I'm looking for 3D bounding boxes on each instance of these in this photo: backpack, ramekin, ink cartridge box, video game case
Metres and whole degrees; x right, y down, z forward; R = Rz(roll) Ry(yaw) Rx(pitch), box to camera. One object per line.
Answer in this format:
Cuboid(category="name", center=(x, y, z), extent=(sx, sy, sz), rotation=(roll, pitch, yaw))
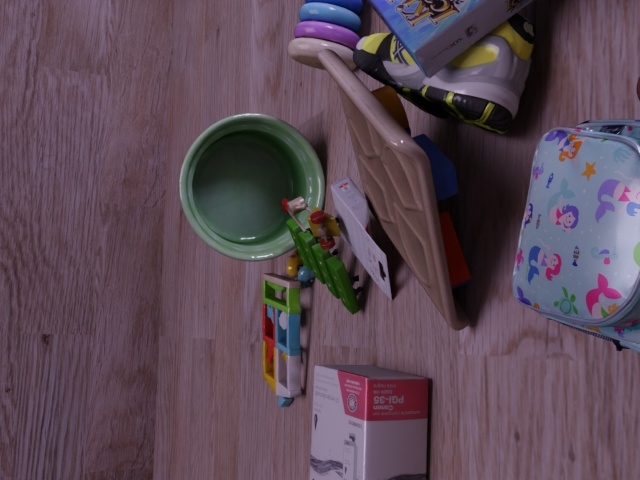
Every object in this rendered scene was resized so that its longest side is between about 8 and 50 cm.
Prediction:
Cuboid(category="backpack", center=(0.311, -0.002, 0.688), extent=(0.253, 0.191, 0.225), rotation=(22, 106, 59))
Cuboid(category="ramekin", center=(-0.155, -0.111, 1.602), extent=(0.148, 0.303, 0.304), rotation=(-169, 84, -74))
Cuboid(category="ink cartridge box", center=(0.074, 0.353, 1.220), extent=(0.207, 0.117, 0.283), rotation=(173, 101, -65))
Cuboid(category="ink cartridge box", center=(0.085, -0.004, 1.290), extent=(0.179, 0.045, 0.145), rotation=(52, 166, 34))
Cuboid(category="video game case", center=(0.171, -0.379, 0.987), extent=(0.244, 0.061, 0.270), rotation=(-36, 53, 11))

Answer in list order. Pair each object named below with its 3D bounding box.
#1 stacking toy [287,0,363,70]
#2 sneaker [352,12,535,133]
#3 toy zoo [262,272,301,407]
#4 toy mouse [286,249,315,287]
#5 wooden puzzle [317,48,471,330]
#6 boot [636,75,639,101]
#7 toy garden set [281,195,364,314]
Cuboid(category="stacking toy", center=(0.036, -0.503, 1.453), extent=(0.141, 0.141, 0.331), rotation=(17, 95, 65))
Cuboid(category="sneaker", center=(0.181, -0.266, 1.102), extent=(0.147, 0.145, 0.384), rotation=(-62, 33, 7))
Cuboid(category="toy zoo", center=(-0.088, 0.227, 1.673), extent=(0.192, 0.030, 0.294), rotation=(-170, 79, -68))
Cuboid(category="toy mouse", center=(-0.038, 0.043, 1.622), extent=(0.143, 0.031, 0.161), rotation=(-177, 92, -66))
Cuboid(category="wooden puzzle", center=(0.123, -0.085, 1.086), extent=(0.322, 0.080, 0.348), rotation=(-118, 4, -51))
Cuboid(category="boot", center=(0.277, -0.270, 0.672), extent=(0.280, 0.096, 0.264), rotation=(38, 97, 29))
Cuboid(category="toy garden set", center=(0.000, 0.000, 1.431), extent=(0.244, 0.049, 0.204), rotation=(43, 158, 57))
